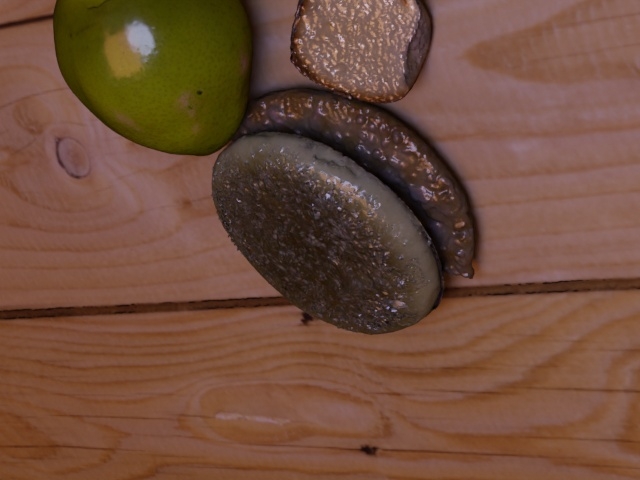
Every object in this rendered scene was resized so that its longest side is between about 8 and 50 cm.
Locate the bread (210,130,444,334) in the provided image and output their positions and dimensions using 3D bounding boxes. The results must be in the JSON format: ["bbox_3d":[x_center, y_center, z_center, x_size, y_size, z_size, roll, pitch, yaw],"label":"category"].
[{"bbox_3d":[0.000,0.000,1.700,0.267,0.040,0.267,27,147,19],"label":"bread"}]

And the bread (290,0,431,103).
[{"bbox_3d":[0.039,-0.193,1.575,0.129,0.044,0.126,27,126,19],"label":"bread"}]

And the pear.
[{"bbox_3d":[-0.156,-0.176,1.630,0.187,0.187,0.219,6,135,31],"label":"pear"}]

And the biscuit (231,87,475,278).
[{"bbox_3d":[0.046,-0.071,1.659,0.290,0.038,0.141,36,136,6],"label":"biscuit"}]
